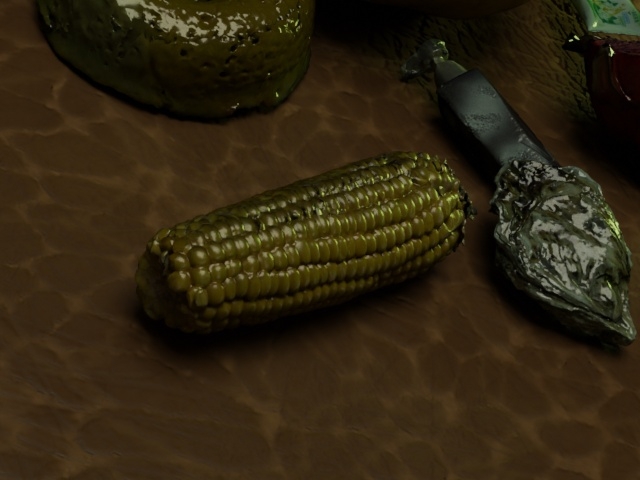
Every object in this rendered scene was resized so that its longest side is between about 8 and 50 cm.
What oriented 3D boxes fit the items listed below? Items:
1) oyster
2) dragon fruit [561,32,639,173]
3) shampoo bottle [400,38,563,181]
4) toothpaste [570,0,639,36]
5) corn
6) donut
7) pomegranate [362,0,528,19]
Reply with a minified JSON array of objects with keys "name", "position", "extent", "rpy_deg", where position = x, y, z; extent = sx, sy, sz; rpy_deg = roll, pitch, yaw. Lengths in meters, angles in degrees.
[{"name":"oyster","position":[0.207,0.009,1.251],"extent":[0.125,0.064,0.177],"rpy_deg":[-5,65,-6]},{"name":"dragon fruit","position":[0.360,-0.118,1.439],"extent":[0.224,0.148,0.218],"rpy_deg":[3,14,-12]},{"name":"shampoo bottle","position":[0.151,-0.112,1.370],"extent":[0.064,0.057,0.207],"rpy_deg":[-29,58,-9]},{"name":"toothpaste","position":[0.289,-0.299,1.619],"extent":[0.075,0.048,0.296],"rpy_deg":[3,36,-14]},{"name":"corn","position":[0.000,0.000,1.137],"extent":[0.318,0.115,0.115],"rpy_deg":[-20,58,-40]},{"name":"donut","position":[-0.120,-0.231,1.324],"extent":[0.272,0.107,0.272],"rpy_deg":[13,43,-12]},{"name":"pomegranate","position":[0.118,-0.407,1.406],"extent":[0.417,0.416,0.416],"rpy_deg":[14,42,-13]}]
